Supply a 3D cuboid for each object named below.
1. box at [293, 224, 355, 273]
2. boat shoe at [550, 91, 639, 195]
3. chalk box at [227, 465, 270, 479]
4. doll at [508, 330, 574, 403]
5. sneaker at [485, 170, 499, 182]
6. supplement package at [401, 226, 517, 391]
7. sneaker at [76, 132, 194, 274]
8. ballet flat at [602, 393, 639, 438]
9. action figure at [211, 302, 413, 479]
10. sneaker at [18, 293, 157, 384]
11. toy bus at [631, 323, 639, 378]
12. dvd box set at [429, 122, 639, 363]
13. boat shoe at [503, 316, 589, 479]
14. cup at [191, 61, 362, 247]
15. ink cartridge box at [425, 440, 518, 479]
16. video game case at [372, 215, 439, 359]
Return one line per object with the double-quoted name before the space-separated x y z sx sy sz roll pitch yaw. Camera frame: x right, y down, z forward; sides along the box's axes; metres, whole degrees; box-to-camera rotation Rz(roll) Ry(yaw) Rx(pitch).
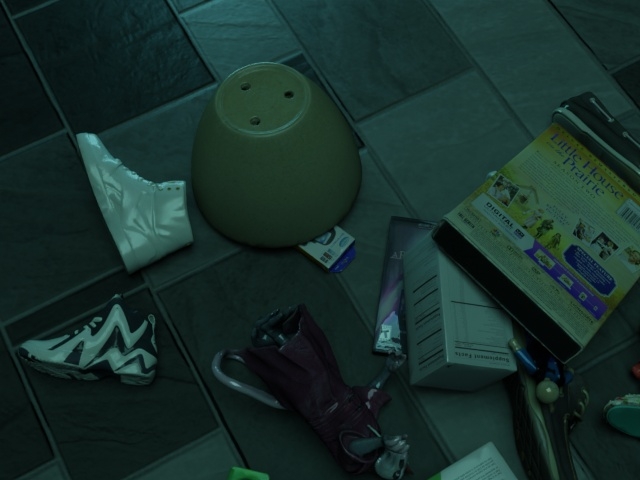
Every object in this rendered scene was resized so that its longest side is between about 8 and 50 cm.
"box" 0.000 0.000 1.778 0.136 0.028 0.081 35 68 18
"boat shoe" 0.589 -0.164 1.813 0.095 0.112 0.335 -36 66 -11
"chalk box" -0.134 0.470 1.495 0.133 0.132 0.213 11 64 6
"doll" 0.364 0.183 1.547 0.129 0.046 0.189 24 48 -17
"sneaker" 0.410 -0.052 1.783 0.121 0.079 0.216 -24 73 -16
"supplement package" 0.232 0.120 1.615 0.139 0.134 0.244 10 62 -20
"sneaker" -0.341 -0.095 1.786 0.169 0.108 0.292 -23 76 -13
"ballet flat" 0.598 0.305 1.615 0.241 0.091 0.077 16 35 3
"action figure" 0.010 0.283 1.553 0.276 0.248 0.370 -35 93 19
"sneaker" -0.397 0.162 1.662 0.235 0.094 0.153 5 63 2
"toy bus" 0.631 0.165 1.650 0.212 0.149 0.220 -27 64 5
"dvd box set" 0.417 -0.014 1.653 0.307 0.062 0.420 44 48 9
"boat shoe" 0.390 0.264 1.595 0.130 0.132 0.355 -7 65 -6
"cup" -0.092 -0.188 1.736 0.331 0.237 0.331 -2 59 3
"ink cartridge box" 0.257 0.500 1.484 0.211 0.121 0.289 -27 68 -13
"video game case" 0.209 0.091 1.736 0.196 0.026 0.274 8 65 4
